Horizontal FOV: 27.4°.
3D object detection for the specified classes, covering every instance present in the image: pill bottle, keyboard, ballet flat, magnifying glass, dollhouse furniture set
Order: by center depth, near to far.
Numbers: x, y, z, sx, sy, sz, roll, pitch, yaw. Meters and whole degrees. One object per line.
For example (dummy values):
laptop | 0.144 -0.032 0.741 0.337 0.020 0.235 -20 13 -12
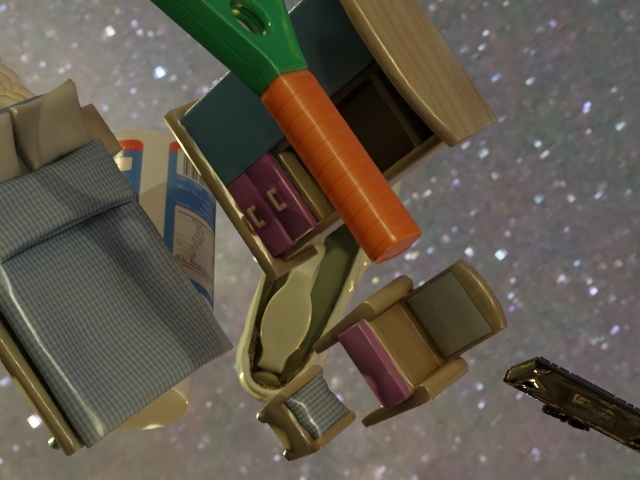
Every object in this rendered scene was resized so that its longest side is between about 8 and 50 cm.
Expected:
magnifying glass | -0.030 -0.089 0.592 0.026 0.092 0.231 -44 -105 34
dollhouse furniture set | -0.051 0.006 0.752 0.198 0.303 0.286 -37 -95 44
pill bottle | -0.147 0.032 1.055 0.124 0.221 0.124 0 -33 0
keyboard | 0.282 0.174 1.389 0.180 0.023 0.108 29 -28 -9
ballet flat | 0.000 0.000 1.458 0.139 0.139 0.400 22 -82 37

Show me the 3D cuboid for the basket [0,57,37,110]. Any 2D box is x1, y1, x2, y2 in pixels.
basket | -0.418 -0.064 1.009 0.266 0.328 0.331 -64 -147 10
